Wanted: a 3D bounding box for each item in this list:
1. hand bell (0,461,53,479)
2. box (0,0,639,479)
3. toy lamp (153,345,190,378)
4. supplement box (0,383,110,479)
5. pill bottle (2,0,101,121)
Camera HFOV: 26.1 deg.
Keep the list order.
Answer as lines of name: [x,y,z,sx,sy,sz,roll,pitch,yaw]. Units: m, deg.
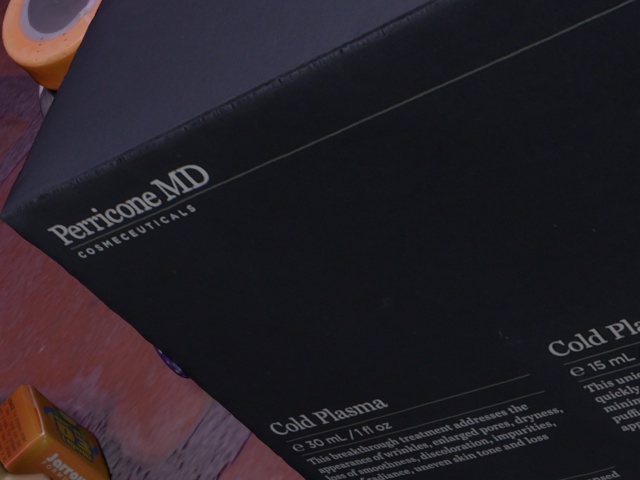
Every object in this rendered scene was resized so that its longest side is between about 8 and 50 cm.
hand bell: [-0.222,0.132,0.867,0.126,0.242,0.126,-29,11,6]
box: [0.096,-0.029,0.643,0.343,0.312,0.179,-21,38,33]
toy lamp: [0.000,0.000,0.957,0.274,0.080,0.080,-35,32,10]
supplement box: [-0.264,0.218,1.004,0.233,0.078,0.080,-46,31,0]
pill bottle: [-0.080,-0.077,0.838,0.130,0.245,0.130,-18,53,25]
